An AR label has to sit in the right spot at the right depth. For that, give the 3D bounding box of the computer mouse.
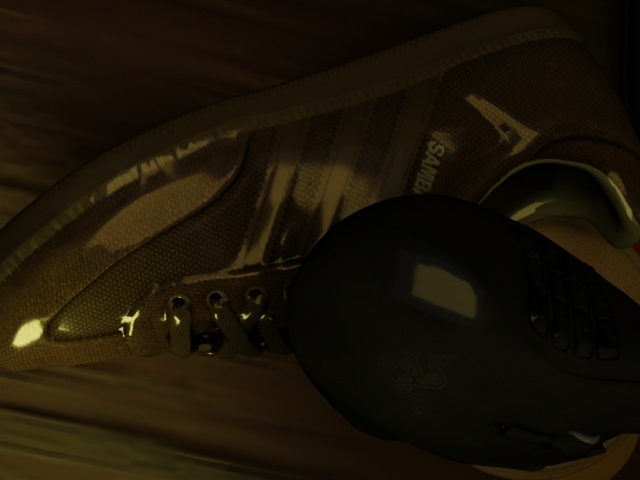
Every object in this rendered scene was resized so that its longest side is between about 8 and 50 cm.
[{"bbox_3d":[0.085,0.059,0.440,0.242,0.041,0.071,29,123,-34],"label":"computer mouse"}]

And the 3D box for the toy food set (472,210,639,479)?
[{"bbox_3d":[0.065,0.030,0.486,0.083,0.020,0.082,19,91,-13],"label":"toy food set"}]

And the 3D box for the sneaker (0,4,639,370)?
[{"bbox_3d":[0.000,0.000,0.434,0.188,0.066,0.071,-25,69,-11],"label":"sneaker"}]

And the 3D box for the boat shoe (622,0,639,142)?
[{"bbox_3d":[0.130,-0.064,0.456,0.109,0.089,0.258,-19,101,-11],"label":"boat shoe"}]
